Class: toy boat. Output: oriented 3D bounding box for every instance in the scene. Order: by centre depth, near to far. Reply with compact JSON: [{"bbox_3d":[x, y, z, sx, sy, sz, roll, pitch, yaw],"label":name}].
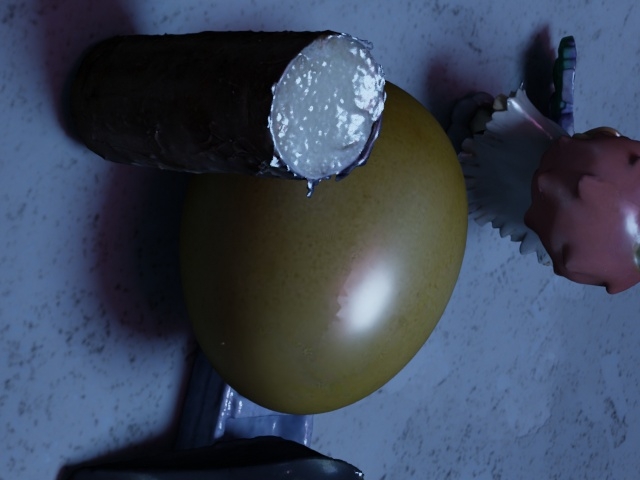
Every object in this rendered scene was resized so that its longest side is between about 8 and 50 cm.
[{"bbox_3d":[-0.076,0.215,1.777,0.127,0.078,0.283,2,102,-46],"label":"toy boat"}]

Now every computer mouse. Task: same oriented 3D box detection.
[{"bbox_3d":[-0.094,0.273,1.684,0.295,0.087,0.168,-5,106,-10],"label":"computer mouse"}]

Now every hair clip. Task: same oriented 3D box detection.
[{"bbox_3d":[0.266,-0.118,1.992,0.052,0.124,0.195,-2,105,-3],"label":"hair clip"}]

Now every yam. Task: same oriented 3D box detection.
[{"bbox_3d":[-0.084,-0.110,1.519,0.131,0.280,0.131,-6,99,-45],"label":"yam"}]

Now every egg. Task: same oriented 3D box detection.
[{"bbox_3d":[0.000,0.000,1.644,0.250,0.250,0.322,51,44,-41],"label":"egg"}]

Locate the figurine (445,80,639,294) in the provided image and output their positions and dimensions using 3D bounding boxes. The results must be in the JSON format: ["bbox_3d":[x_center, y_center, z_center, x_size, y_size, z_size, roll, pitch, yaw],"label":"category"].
[{"bbox_3d":[0.259,-0.048,1.807,0.166,0.387,0.207,-28,120,-22],"label":"figurine"}]
